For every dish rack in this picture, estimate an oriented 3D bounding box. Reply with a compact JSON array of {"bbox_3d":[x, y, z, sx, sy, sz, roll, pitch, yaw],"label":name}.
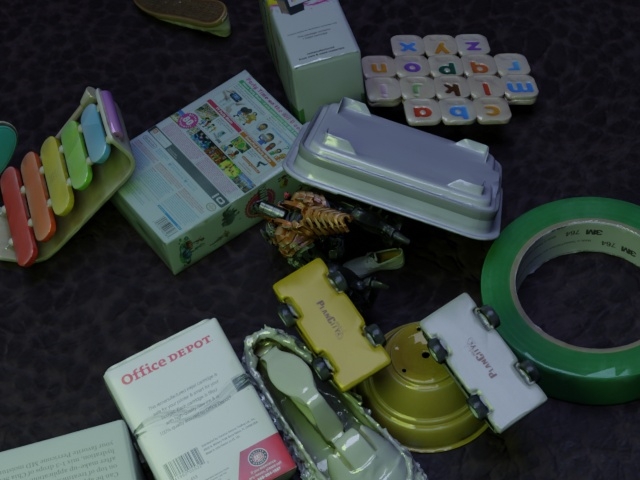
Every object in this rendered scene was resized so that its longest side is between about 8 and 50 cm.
[{"bbox_3d":[0.124,-0.121,1.972,0.332,0.072,0.285,19,23,1],"label":"dish rack"}]

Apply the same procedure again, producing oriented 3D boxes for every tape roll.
[{"bbox_3d":[0.393,0.082,1.899,0.321,0.077,0.321,-4,52,5],"label":"tape roll"}]

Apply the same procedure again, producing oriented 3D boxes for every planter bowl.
[{"bbox_3d":[0.149,0.181,1.844,0.217,0.090,0.217,-4,52,5],"label":"planter bowl"}]

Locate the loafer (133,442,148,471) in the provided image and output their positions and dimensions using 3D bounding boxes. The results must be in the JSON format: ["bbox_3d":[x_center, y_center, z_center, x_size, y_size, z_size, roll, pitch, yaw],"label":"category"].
[{"bbox_3d":[-0.229,0.289,1.839,0.125,0.039,0.045,-19,53,-8],"label":"loafer"}]

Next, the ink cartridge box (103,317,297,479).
[{"bbox_3d":[-0.164,0.251,1.778,0.172,0.100,0.237,-27,75,-13],"label":"ink cartridge box"}]

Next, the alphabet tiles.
[{"bbox_3d":[0.213,-0.267,2.186,0.284,0.021,0.278,-1,38,-5],"label":"alphabet tiles"}]

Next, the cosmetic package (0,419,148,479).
[{"bbox_3d":[-0.300,0.474,1.628,0.230,0.161,0.453,-14,52,-4],"label":"cosmetic package"}]

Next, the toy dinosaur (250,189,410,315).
[{"bbox_3d":[0.000,0.000,1.896,0.218,0.164,0.322,28,11,-8],"label":"toy dinosaur"}]

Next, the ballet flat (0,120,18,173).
[{"bbox_3d":[-0.587,-0.094,2.132,0.086,0.086,0.248,29,79,26],"label":"ballet flat"}]

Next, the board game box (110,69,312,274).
[{"bbox_3d":[-0.174,-0.113,2.109,0.303,0.097,0.224,-34,57,-16],"label":"board game box"}]

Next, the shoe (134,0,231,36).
[{"bbox_3d":[-0.252,-0.420,2.387,0.219,0.058,0.077,25,79,28],"label":"shoe"}]

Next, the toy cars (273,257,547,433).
[{"bbox_3d":[0.116,0.148,1.766,0.393,0.087,0.176,13,67,12],"label":"toy cars"}]

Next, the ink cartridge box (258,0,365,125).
[{"bbox_3d":[-0.017,-0.321,2.181,0.117,0.201,0.278,-15,52,-5],"label":"ink cartridge box"}]

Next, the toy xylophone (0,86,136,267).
[{"bbox_3d":[-0.410,-0.110,2.070,0.323,0.081,0.236,-48,46,19],"label":"toy xylophone"}]

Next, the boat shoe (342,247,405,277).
[{"bbox_3d":[0.080,0.031,2.003,0.100,0.035,0.035,-10,52,0],"label":"boat shoe"}]

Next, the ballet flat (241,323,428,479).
[{"bbox_3d":[0.014,0.266,1.769,0.147,0.147,0.409,-33,56,-18],"label":"ballet flat"}]
